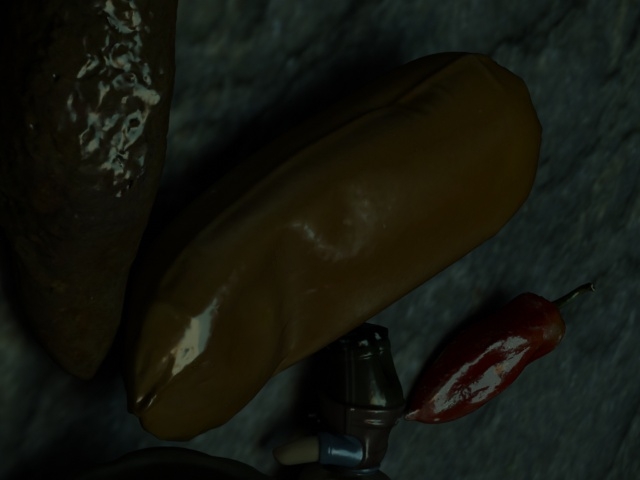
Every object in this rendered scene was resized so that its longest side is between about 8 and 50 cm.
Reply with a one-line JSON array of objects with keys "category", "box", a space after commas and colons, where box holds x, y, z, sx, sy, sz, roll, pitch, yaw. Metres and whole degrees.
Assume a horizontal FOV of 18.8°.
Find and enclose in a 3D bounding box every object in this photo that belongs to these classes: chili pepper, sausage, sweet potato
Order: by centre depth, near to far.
[{"category": "sweet potato", "box": [-0.114, -0.081, 0.969, 0.114, 0.092, 0.341, -24, 126, -68]}, {"category": "sausage", "box": [-0.004, -0.002, 1.142, 0.354, 0.116, 0.134, -33, 144, -39]}, {"category": "chili pepper", "box": [0.129, 0.082, 1.422, 0.191, 0.050, 0.059, -32, 134, -28]}]

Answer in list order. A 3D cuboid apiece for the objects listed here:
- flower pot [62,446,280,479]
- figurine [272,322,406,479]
[{"category": "flower pot", "box": [-0.074, 0.240, 1.044, 0.246, 0.246, 0.195, -47, 139, -32]}, {"category": "figurine", "box": [0.015, 0.155, 1.268, 0.114, 0.108, 0.196, -28, 115, -76]}]
